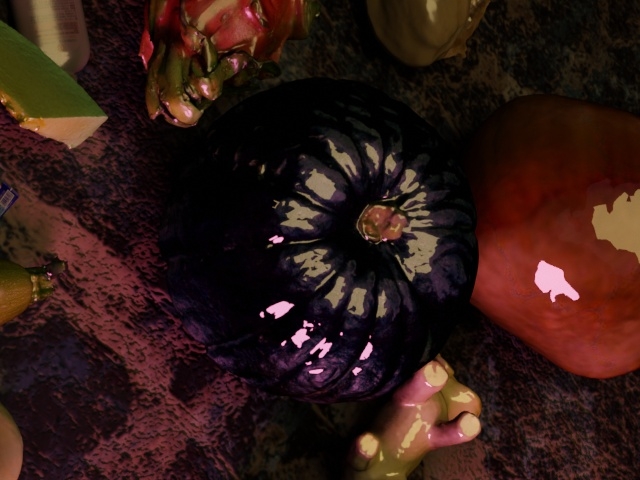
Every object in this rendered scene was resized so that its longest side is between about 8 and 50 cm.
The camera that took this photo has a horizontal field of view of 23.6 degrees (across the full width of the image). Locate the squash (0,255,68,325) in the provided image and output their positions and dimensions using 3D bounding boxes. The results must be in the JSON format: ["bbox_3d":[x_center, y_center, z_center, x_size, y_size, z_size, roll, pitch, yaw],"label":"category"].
[{"bbox_3d":[-0.388,0.068,1.506,0.331,0.087,0.087,-15,91,-39],"label":"squash"}]

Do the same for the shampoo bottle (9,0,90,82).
[{"bbox_3d":[-0.288,-0.217,1.651,0.080,0.040,0.165,-11,89,-30],"label":"shampoo bottle"}]

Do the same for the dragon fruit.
[{"bbox_3d":[-0.098,-0.235,1.700,0.200,0.198,0.269,4,60,-14],"label":"dragon fruit"}]

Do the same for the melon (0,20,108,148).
[{"bbox_3d":[-0.343,-0.187,1.575,0.262,0.053,0.114,43,30,-4],"label":"melon"}]

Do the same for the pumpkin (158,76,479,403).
[{"bbox_3d":[0.000,0.000,1.690,0.363,0.266,0.363,3,84,-32],"label":"pumpkin"}]

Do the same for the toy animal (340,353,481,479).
[{"bbox_3d":[0.109,0.221,1.793,0.121,0.168,0.233,45,60,-5],"label":"toy animal"}]

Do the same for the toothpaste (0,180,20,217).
[{"bbox_3d":[-0.343,-0.026,1.598,0.024,0.015,0.083,44,54,-21],"label":"toothpaste"}]

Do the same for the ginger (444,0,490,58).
[{"bbox_3d":[0.180,-0.283,2.008,0.137,0.044,0.057,-54,143,-23],"label":"ginger"}]

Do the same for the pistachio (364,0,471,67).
[{"bbox_3d":[0.120,-0.327,1.924,0.136,0.136,0.226,1,77,-36],"label":"pistachio"}]

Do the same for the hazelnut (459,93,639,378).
[{"bbox_3d":[0.330,-0.014,1.916,0.366,0.366,0.366,7,78,-35],"label":"hazelnut"}]

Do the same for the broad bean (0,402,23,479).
[{"bbox_3d":[-0.393,0.214,1.476,0.228,0.100,0.169,11,84,-47],"label":"broad bean"}]
